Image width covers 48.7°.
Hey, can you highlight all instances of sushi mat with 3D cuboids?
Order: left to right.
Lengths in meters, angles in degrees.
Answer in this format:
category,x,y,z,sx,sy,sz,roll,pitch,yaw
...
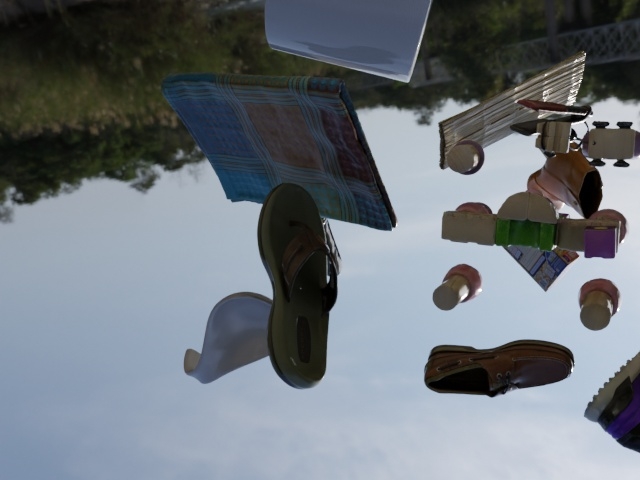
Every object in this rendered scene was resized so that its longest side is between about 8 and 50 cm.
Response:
category,x,y,z,sx,sy,sz,roll,pitch,yaw
sushi mat,0.364,-0.246,1.351,0.317,0.151,0.019,-27,-121,-8

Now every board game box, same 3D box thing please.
category,x,y,z,sx,sy,sz,roll,pitch,yaw
board game box,0.512,0.013,1.697,0.045,0.193,0.146,-32,158,-21

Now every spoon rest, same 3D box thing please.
category,x,y,z,sx,sy,sz,roll,pitch,yaw
spoon rest,-0.154,0.175,1.206,0.276,0.137,0.084,-41,-157,41

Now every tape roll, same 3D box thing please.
category,x,y,z,sx,sy,sz,roll,pitch,yaw
tape roll,0.051,-0.316,0.791,0.169,0.246,0.246,14,-164,3

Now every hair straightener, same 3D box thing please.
category,x,y,z,sx,sy,sz,roll,pitch,yaw
hair straightener,0.376,-0.180,1.142,0.047,0.089,0.231,30,-153,35

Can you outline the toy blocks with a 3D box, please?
category,x,y,z,sx,sy,sz,roll,pitch,yaw
toy blocks,0.351,-0.039,1.136,0.289,0.308,0.260,6,-169,25

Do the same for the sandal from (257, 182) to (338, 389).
category,x,y,z,sx,sy,sz,roll,pitch,yaw
sandal,-0.015,0.055,0.993,0.120,0.302,0.086,15,148,-39

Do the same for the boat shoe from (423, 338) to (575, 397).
category,x,y,z,sx,sy,sz,roll,pitch,yaw
boat shoe,0.369,0.281,1.470,0.308,0.110,0.104,-8,-157,22

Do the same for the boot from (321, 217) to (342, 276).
category,x,y,z,sx,sy,sz,roll,pitch,yaw
boot,0.002,0.000,1.683,0.076,0.208,0.189,-7,-153,6

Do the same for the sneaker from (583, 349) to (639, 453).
category,x,y,z,sx,sy,sz,roll,pitch,yaw
sneaker,0.548,0.204,1.055,0.293,0.102,0.146,-49,-126,4

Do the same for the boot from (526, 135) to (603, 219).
category,x,y,z,sx,sy,sz,roll,pitch,yaw
boot,0.582,-0.110,1.675,0.104,0.295,0.211,-20,-134,-1

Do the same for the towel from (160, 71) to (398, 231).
category,x,y,z,sx,sy,sz,roll,pitch,yaw
towel,-0.071,-0.140,1.093,0.370,0.271,0.040,13,-127,40
